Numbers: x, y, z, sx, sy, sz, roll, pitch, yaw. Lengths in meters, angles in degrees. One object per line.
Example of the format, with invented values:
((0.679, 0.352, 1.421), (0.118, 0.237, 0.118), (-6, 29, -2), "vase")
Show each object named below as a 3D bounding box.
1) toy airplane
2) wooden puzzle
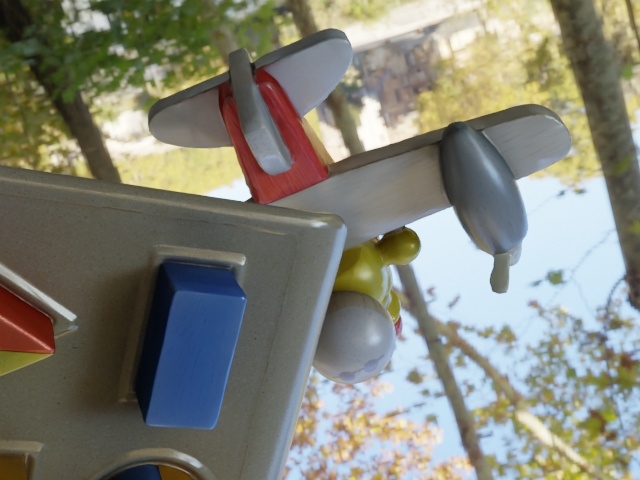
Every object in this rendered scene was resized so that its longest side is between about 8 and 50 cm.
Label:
((0.000, 0.000, 0.916), (0.384, 0.272, 0.386), (6, 141, -32), "toy airplane")
((-0.160, 0.121, 0.617), (0.348, 0.322, 0.080), (6, -162, -26), "wooden puzzle")
